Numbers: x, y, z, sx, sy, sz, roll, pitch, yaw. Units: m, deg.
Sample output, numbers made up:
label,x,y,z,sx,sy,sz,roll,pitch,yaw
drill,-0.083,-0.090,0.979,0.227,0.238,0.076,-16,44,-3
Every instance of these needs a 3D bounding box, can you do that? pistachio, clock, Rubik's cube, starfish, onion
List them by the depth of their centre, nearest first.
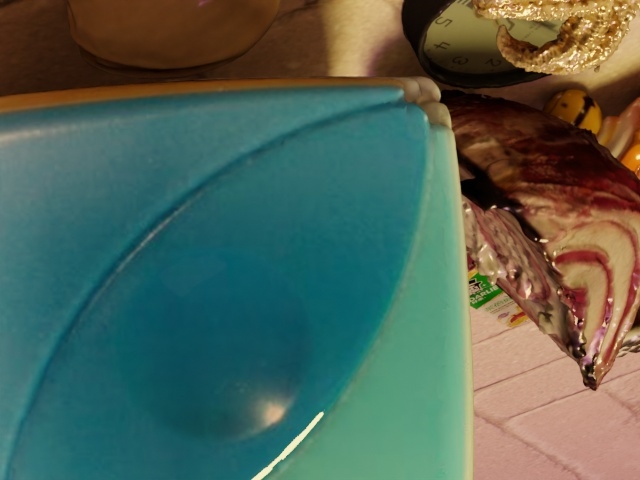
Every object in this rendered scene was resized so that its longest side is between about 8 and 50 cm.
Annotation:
label,x,y,z,sx,sy,sz,roll,pitch,yaw
pistachio,-0.104,-0.165,1.125,0.149,0.113,0.113,-22,154,6
Rubik's cube,-0.091,0.059,1.183,0.352,0.351,0.347,-6,-176,-8
starfish,0.232,-0.208,1.200,0.238,0.071,0.216,-7,144,-34
clock,0.159,-0.185,1.301,0.185,0.040,0.184,-11,155,-5
onion,0.175,-0.045,1.388,0.146,0.280,0.314,-39,147,0

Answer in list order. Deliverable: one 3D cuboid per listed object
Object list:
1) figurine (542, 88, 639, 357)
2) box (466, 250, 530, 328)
label,x,y,z,sx,sy,sz,roll,pitch,yaw
figurine,0.339,-0.040,1.521,0.323,0.196,0.320,-23,116,41
box,0.192,0.051,1.813,0.050,0.041,0.207,-25,154,22
